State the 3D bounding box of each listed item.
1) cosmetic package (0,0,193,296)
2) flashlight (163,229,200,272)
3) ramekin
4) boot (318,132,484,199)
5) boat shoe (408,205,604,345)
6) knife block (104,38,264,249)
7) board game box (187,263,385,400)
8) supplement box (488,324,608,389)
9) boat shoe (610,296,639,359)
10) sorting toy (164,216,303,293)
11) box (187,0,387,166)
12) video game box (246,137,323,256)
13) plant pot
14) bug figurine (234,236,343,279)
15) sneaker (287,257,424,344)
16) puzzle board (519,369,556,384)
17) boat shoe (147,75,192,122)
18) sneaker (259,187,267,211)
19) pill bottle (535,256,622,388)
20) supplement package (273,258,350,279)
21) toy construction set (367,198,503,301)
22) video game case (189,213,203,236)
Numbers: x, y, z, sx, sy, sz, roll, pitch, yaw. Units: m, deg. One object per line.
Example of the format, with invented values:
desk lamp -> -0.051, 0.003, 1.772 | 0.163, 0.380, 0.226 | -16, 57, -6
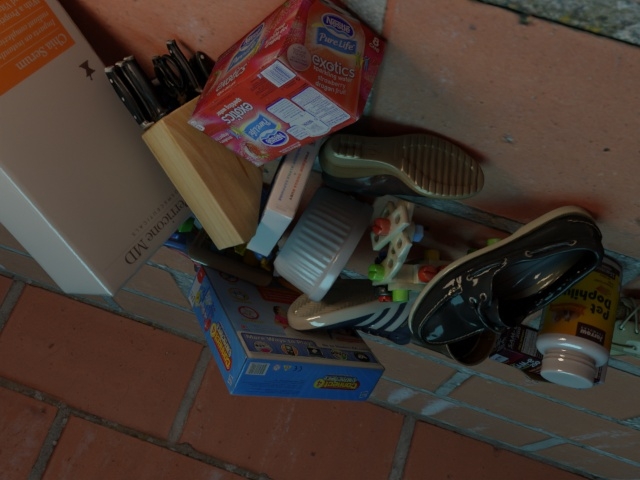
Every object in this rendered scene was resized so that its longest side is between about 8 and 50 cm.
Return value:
cosmetic package -> -0.408, -0.155, 0.961 | 0.162, 0.230, 0.453 | -1, 132, 43
flashlight -> -0.341, 0.014, 1.565 | 0.103, 0.103, 0.304 | 37, 177, 45
ramekin -> 0.000, 0.000, 1.197 | 0.109, 0.207, 0.207 | 31, 158, -2
boot -> 0.119, -0.106, 1.033 | 0.249, 0.090, 0.207 | 14, 173, 2
boat shoe -> 0.286, 0.083, 1.013 | 0.340, 0.113, 0.127 | -32, 119, 18
knife block -> -0.203, -0.143, 0.955 | 0.242, 0.275, 0.088 | 13, 166, -31
board game box -> -0.076, 0.182, 1.301 | 0.308, 0.086, 0.302 | 12, -157, -33
supplement box -> 0.541, 0.279, 1.557 | 0.239, 0.073, 0.130 | 19, 160, 4
boat shoe -> 0.571, 0.155, 1.183 | 0.098, 0.109, 0.302 | 31, 166, -13
sorting toy -> -0.178, 0.018, 1.401 | 0.348, 0.047, 0.196 | 21, -163, -7
box -> -0.052, -0.202, 0.850 | 0.128, 0.122, 0.257 | 32, 156, -26
video game box -> -0.054, -0.089, 1.038 | 0.048, 0.187, 0.205 | 25, 158, -7
plant pot -> 0.282, 0.184, 1.461 | 0.167, 0.167, 0.165 | 33, 164, -30
bug figurine -> -0.053, 0.033, 1.371 | 0.279, 0.072, 0.216 | 31, -162, -27
sneaker -> 0.107, 0.151, 1.290 | 0.350, 0.148, 0.131 | -13, -155, -17
puzzle board -> 0.535, 0.329, 1.648 | 0.096, 0.011, 0.128 | 13, -165, -22
boat shoe -> -0.305, -0.186, 1.144 | 0.341, 0.127, 0.158 | -15, 134, 44
sneaker -> -0.198, -0.092, 1.317 | 0.232, 0.081, 0.090 | 24, 162, 9
pill bottle -> 0.437, 0.136, 1.108 | 0.117, 0.215, 0.117 | 17, 158, 7
supplement package -> -0.035, 0.113, 1.621 | 0.179, 0.105, 0.105 | 25, 158, -14
toy construction set -> 0.212, 0.048, 1.144 | 0.328, 0.151, 0.215 | 21, 163, -22
video game case -> -0.277, -0.018, 1.616 | 0.300, 0.036, 0.329 | 13, 158, 17
